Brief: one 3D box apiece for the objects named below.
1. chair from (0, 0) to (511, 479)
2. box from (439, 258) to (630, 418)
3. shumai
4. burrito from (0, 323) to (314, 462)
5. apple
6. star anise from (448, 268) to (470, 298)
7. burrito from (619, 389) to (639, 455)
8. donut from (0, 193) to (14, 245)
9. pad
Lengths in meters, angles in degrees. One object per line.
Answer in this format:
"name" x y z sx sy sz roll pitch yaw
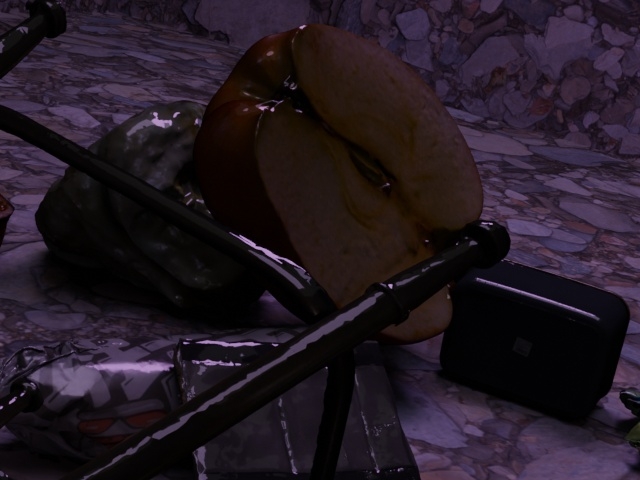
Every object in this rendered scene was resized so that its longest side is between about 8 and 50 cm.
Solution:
"chair" -0.185 0.138 0.644 0.364 0.362 0.410 28 37 23
"box" 0.247 0.115 1.368 0.201 0.144 0.090 19 23 21
"shumai" -0.183 -0.001 1.482 0.263 0.304 0.309 51 28 9
"burrito" -0.136 0.144 1.112 0.445 0.101 0.139 -1 32 -40
"apple" 0.031 -0.064 1.322 0.365 0.295 0.329 41 7 -29
"star anise" 0.251 0.092 1.532 0.272 0.102 0.272 22 -6 2
"burrito" 0.401 0.195 1.350 0.104 0.054 0.288 18 19 23
"donut" -0.465 -0.003 1.398 0.217 0.085 0.141 -6 25 -42
"pad" -0.020 0.168 1.076 0.233 0.022 0.174 2 57 -32
